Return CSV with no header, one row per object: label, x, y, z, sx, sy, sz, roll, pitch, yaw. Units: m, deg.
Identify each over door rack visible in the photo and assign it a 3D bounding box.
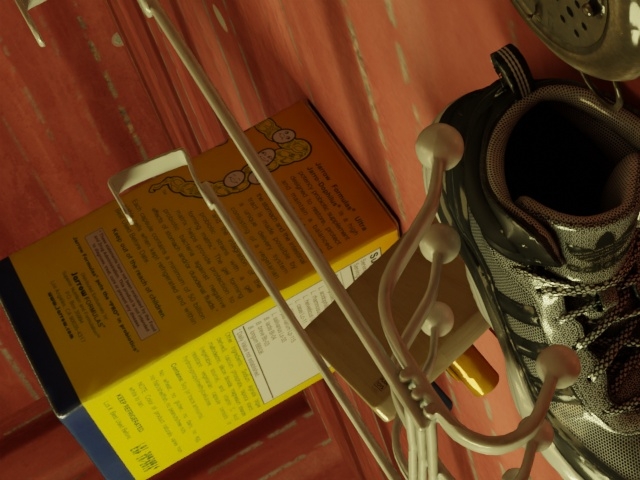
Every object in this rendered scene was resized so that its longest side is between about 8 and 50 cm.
over door rack,0.000,0.000,0.672,0.324,0.108,0.239,44,166,20

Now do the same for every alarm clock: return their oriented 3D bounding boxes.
alarm clock,0.108,-0.115,0.517,0.129,0.064,0.192,55,172,34

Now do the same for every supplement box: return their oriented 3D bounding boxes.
supplement box,-0.110,0.056,1.286,0.195,0.356,0.194,55,169,32

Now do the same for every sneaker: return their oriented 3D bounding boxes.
sneaker,0.137,0.029,0.647,0.268,0.101,0.153,62,174,9

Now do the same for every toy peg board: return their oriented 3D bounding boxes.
toy peg board,0.090,0.055,0.863,0.079,0.160,0.161,48,176,-21
